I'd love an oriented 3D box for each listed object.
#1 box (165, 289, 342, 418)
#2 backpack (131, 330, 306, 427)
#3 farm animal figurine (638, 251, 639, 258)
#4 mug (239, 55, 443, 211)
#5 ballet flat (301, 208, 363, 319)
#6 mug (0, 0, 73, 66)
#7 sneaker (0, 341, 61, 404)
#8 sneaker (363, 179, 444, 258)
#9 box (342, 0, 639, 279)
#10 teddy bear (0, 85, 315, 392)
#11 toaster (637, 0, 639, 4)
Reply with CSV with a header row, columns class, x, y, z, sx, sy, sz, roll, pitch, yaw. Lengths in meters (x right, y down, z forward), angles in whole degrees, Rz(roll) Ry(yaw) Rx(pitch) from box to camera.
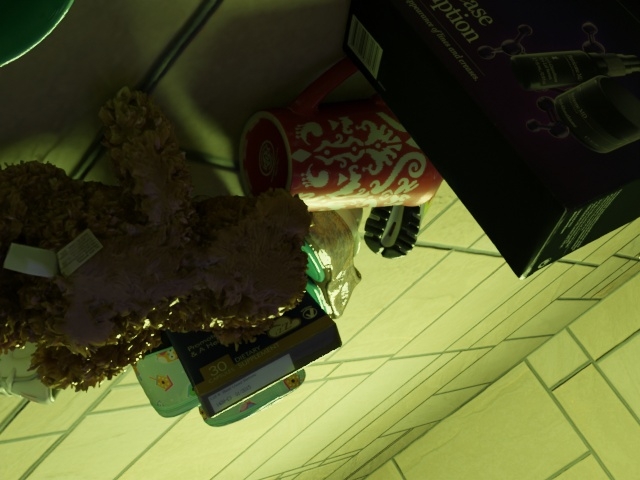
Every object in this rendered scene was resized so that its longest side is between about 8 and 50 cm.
class,x,y,z,sx,sy,sz,roll,pitch,yaw
box,-0.089,0.065,0.749,0.136,0.225,0.036,-27,124,-13
backpack,-0.116,0.123,0.848,0.188,0.144,0.166,-19,-167,-11
farm animal figurine,0.456,-0.130,0.792,0.327,0.172,0.330,-55,155,-63
mug,0.016,-0.097,0.704,0.169,0.150,0.113,-10,-176,-33
ballet flat,0.000,0.000,0.864,0.106,0.107,0.316,-49,165,-14
mug,-0.190,-0.142,0.339,0.158,0.097,0.129,-45,154,27
sneaker,-0.282,0.102,0.663,0.232,0.115,0.090,-27,155,-14
sneaker,0.104,-0.084,0.851,0.094,0.081,0.208,-62,177,-55
box,0.164,-0.128,0.595,0.184,0.261,0.103,-24,154,-21
teddy bear,-0.176,0.010,0.585,0.338,0.113,0.245,-19,115,-22
toaster,0.279,-0.234,0.631,0.110,0.186,0.168,-20,153,-17
